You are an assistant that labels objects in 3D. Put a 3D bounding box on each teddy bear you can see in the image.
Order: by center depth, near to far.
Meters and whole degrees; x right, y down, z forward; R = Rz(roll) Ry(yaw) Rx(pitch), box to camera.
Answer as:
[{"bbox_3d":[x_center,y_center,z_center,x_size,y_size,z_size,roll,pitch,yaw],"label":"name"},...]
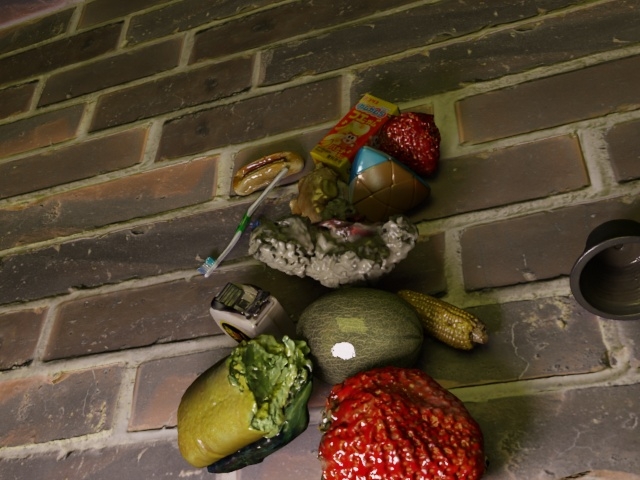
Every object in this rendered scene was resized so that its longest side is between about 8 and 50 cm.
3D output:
[{"bbox_3d":[0.000,0.000,1.785,0.357,0.368,0.224,22,101,55],"label":"teddy bear"}]

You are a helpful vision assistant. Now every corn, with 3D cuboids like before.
[{"bbox_3d":[0.285,0.189,1.754,0.262,0.097,0.097,22,67,37],"label":"corn"}]

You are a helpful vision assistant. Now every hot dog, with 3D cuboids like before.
[{"bbox_3d":[-0.170,-0.221,2.290,0.243,0.073,0.084,-21,54,9],"label":"hot dog"}]

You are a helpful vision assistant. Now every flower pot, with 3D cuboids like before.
[{"bbox_3d":[0.674,0.048,1.628,0.235,0.235,0.148,-9,32,19],"label":"flower pot"}]

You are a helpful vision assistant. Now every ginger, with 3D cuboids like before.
[{"bbox_3d":[-0.012,-0.138,2.135,0.157,0.102,0.216,-22,48,47],"label":"ginger"}]

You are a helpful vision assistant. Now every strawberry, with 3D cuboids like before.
[{"bbox_3d":[0.166,0.419,1.508,0.352,0.267,0.311,1,76,25],"label":"strawberry"},{"bbox_3d":[0.262,-0.271,2.074,0.184,0.187,0.201,-27,80,-17],"label":"strawberry"}]

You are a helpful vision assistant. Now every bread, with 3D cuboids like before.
[{"bbox_3d":[-0.190,0.380,1.672,0.376,0.208,0.251,-40,46,41],"label":"bread"}]

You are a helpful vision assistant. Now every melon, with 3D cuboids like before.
[{"bbox_3d":[0.093,0.229,1.715,0.302,0.237,0.237,-5,53,17],"label":"melon"}]

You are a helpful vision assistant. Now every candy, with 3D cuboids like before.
[{"bbox_3d":[0.114,-0.312,2.219,0.276,0.088,0.146,-46,49,-14],"label":"candy"}]

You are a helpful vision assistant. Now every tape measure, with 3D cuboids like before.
[{"bbox_3d":[-0.177,0.186,1.849,0.232,0.271,0.133,23,67,34],"label":"tape measure"}]

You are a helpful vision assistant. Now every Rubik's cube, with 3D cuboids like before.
[{"bbox_3d":[0.143,-0.136,2.056,0.255,0.254,0.254,-12,51,16],"label":"Rubik's cube"}]

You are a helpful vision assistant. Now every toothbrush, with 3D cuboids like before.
[{"bbox_3d":[-0.223,-0.058,2.194,0.418,0.040,0.042,-51,15,-12],"label":"toothbrush"}]

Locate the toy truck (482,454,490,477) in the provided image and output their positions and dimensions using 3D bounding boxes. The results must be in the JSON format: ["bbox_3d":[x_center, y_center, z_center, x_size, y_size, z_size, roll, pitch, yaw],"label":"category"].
[{"bbox_3d":[0.320,0.469,1.555,0.083,0.049,0.054,22,65,37],"label":"toy truck"}]

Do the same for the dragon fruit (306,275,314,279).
[{"bbox_3d":[-0.041,0.019,2.018,0.121,0.127,0.161,22,68,28],"label":"dragon fruit"}]

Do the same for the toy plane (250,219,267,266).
[{"bbox_3d":[-0.174,0.002,2.141,0.062,0.054,0.167,-1,50,-8],"label":"toy plane"}]
